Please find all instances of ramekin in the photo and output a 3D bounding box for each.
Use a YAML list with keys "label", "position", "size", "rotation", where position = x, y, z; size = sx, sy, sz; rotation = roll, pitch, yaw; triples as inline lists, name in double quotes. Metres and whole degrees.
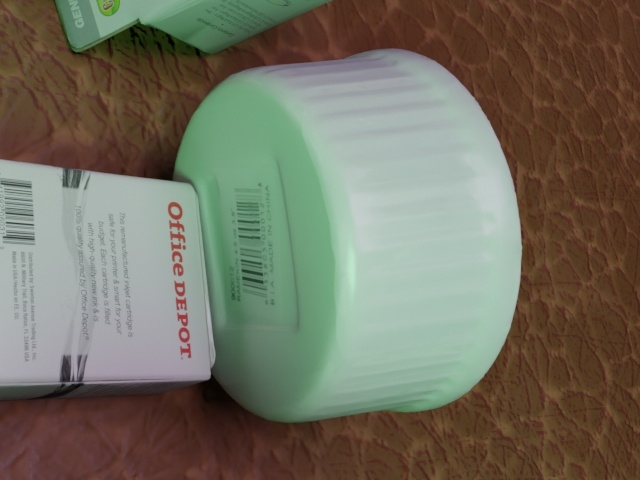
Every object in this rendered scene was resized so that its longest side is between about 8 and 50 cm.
- label: "ramekin"
  position: [0.000, 0.000, 0.680]
  size: [0.135, 0.277, 0.277]
  rotation: [-8, 79, -35]

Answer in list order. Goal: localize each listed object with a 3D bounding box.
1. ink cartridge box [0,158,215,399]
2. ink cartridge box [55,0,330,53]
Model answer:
- label: "ink cartridge box"
  position: [-0.184, 0.031, 0.631]
  size: [0.203, 0.086, 0.148]
  rotation: [6, 69, -39]
- label: "ink cartridge box"
  position: [-0.105, -0.331, 0.768]
  size: [0.130, 0.272, 0.309]
  rotation: [1, 72, -69]
